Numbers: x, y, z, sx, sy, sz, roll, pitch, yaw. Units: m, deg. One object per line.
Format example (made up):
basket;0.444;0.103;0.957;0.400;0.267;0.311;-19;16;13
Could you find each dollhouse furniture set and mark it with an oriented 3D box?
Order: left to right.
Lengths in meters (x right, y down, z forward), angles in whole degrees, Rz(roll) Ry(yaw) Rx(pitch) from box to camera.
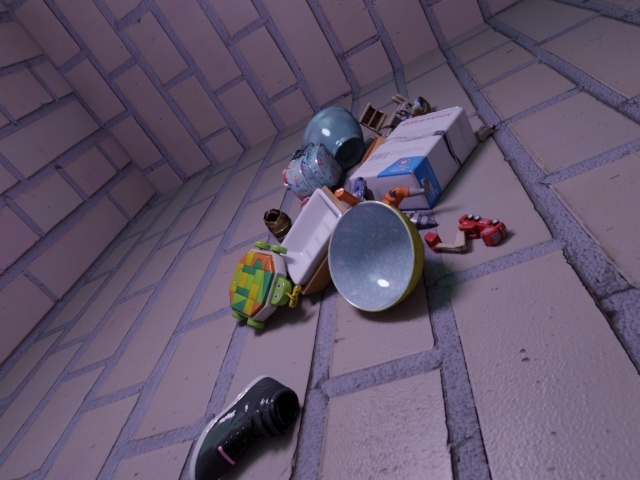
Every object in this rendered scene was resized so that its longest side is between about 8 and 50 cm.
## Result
dollhouse furniture set;0.286;-0.565;2.090;0.212;0.161;0.242;-62;10;4

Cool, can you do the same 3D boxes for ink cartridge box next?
ink cartridge box;0.342;-0.290;1.633;0.286;0.166;0.395;2;44;49

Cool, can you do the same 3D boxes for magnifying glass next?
magnifying glass;0.116;-0.093;1.254;0.092;0.231;0.026;-23;63;30

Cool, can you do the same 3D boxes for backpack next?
backpack;-0.030;-0.291;1.997;0.191;0.225;0.253;-18;33;38

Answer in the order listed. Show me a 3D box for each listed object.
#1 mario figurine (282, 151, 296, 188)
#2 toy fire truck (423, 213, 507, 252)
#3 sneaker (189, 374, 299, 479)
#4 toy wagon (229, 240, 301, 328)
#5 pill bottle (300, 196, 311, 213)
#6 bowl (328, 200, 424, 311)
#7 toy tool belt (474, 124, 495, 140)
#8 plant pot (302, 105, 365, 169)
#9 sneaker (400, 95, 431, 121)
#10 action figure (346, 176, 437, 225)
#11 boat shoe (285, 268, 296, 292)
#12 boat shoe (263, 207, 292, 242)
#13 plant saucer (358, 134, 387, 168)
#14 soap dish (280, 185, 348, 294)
mario figurine;-0.135;-0.354;2.270;0.170;0.197;0.320;-15;25;8
toy fire truck;0.392;-0.011;1.228;0.135;0.047;0.192;-41;28;-14
sneaker;-0.164;0.431;1.016;0.147;0.104;0.295;-10;29;48
toy wagon;-0.183;0.141;1.438;0.345;0.068;0.266;8;79;55
pill bottle;-0.040;-0.112;1.848;0.086;0.086;0.152;-27;27;13
bowl;0.175;0.043;1.219;0.290;0.288;0.156;-5;-6;45
toy tool belt;0.604;-0.407;1.674;0.083;0.052;0.051;-39;35;-13
plant pot;0.089;-0.458;2.131;0.293;0.293;0.196;-35;52;-5
sneaker;0.432;-0.549;2.089;0.131;0.112;0.296;-36;18;39
action figure;0.187;-0.038;1.453;0.330;0.179;0.340;-6;66;53
boat shoe;-0.130;0.123;1.549;0.073;0.080;0.224;-51;26;-22
boat shoe;-0.193;-0.095;1.969;0.111;0.104;0.307;-36;26;-6
plant saucer;0.221;-0.370;1.947;0.199;0.037;0.200;-60;7;11
soap dish;0.000;0.000;1.428;0.290;0.118;0.229;-58;35;16
